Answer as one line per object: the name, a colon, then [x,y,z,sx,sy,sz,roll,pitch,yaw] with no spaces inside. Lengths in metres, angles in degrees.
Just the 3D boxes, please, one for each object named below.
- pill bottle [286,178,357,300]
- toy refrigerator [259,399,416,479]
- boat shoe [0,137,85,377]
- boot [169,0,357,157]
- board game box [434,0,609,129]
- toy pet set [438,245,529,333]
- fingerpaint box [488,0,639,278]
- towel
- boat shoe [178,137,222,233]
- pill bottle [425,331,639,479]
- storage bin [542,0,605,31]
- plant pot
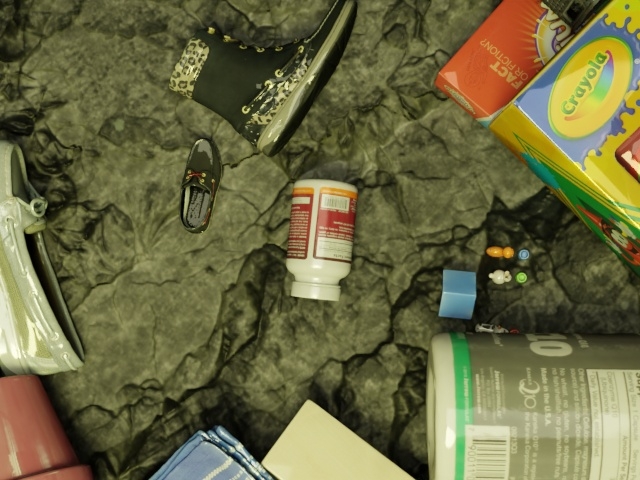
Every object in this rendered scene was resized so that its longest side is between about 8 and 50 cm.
pill bottle: [0.000,0.000,1.102,0.086,0.086,0.152,6,87,4]
toy refrigerator: [0.056,0.328,1.066,0.269,0.094,0.102,36,68,4]
boat shoe: [-0.385,0.021,1.114,0.103,0.118,0.320,-8,90,-3]
boot: [-0.075,-0.251,1.125,0.179,0.085,0.236,31,89,7]
board game box: [0.345,-0.251,1.109,0.242,0.064,0.316,41,89,5]
toy pet set: [0.213,0.064,1.095,0.114,0.065,0.122,6,86,4]
fingerpaint box: [0.489,-0.172,0.982,0.445,0.163,0.371,-44,87,-1]
towel: [-0.091,0.411,1.052,0.336,0.040,0.243,47,118,4]
boat shoe: [-0.162,-0.075,1.140,0.049,0.042,0.133,6,85,6]
pill bottle: [0.312,0.212,1.010,0.361,0.204,0.204,1,86,3]
storage bin: [0.349,-0.356,1.021,0.180,0.122,0.084,-44,85,0]
plant pot: [-0.398,0.274,1.058,0.201,0.201,0.180,-19,76,2]
